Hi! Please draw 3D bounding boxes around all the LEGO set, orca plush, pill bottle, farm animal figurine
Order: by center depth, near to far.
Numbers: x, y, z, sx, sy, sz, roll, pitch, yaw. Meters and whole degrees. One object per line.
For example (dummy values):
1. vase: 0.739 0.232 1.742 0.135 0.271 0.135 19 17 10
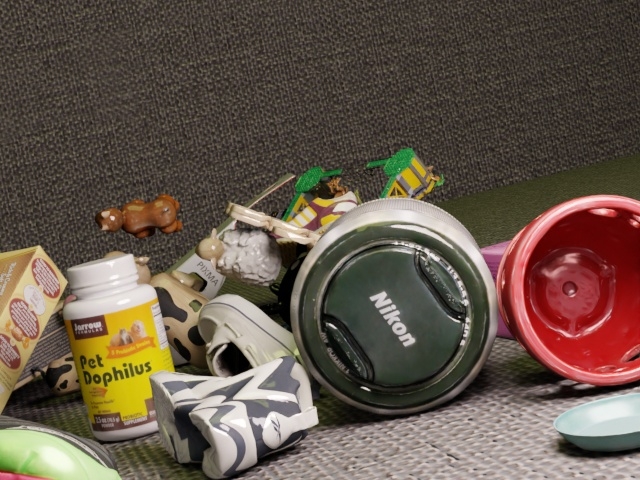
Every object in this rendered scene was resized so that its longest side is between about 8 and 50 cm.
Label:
1. pill bottle: -0.247 0.129 1.522 0.117 0.215 0.117 -13 5 1
2. farm animal figurine: -0.248 0.101 1.780 0.327 0.330 0.172 19 3 17
3. orca plush: -0.056 0.082 1.929 0.102 0.151 0.287 -14 4 -13
4. LEGO set: 0.080 -0.003 2.114 0.331 0.192 0.255 -15 39 40

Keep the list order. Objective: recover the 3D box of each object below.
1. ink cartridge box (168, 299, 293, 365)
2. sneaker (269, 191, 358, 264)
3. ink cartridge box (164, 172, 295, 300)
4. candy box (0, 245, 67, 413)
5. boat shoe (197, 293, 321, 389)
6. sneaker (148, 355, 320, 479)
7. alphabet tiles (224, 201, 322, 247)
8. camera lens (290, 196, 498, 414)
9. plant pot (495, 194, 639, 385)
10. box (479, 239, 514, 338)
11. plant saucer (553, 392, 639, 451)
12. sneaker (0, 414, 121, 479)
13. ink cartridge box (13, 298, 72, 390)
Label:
1. ink cartridge box: -0.204 0.155 1.993 0.333 0.065 0.165 -12 5 -4
2. sneaker: -0.016 -0.021 1.989 0.185 0.069 0.084 -15 48 30
3. ink cartridge box: -0.179 0.027 2.292 0.385 0.091 0.308 -39 5 -1
4. candy box: -0.500 0.154 1.729 0.183 0.087 0.316 -9 39 25
5. boat shoe: -0.102 0.146 1.576 0.088 0.096 0.267 -23 30 -27
6. sneaker: -0.083 0.176 1.318 0.153 0.094 0.235 -13 5 -24
7. alphabet tiles: 0.000 0.000 1.796 0.284 0.021 0.278 20 2 -9
8. camera lens: 0.085 0.065 1.398 0.219 0.219 0.274 -12 5 6
9. plant pot: 0.279 0.054 1.297 0.191 0.191 0.174 -13 -4 -2
10. box: 0.350 0.043 1.570 0.243 0.117 0.213 -14 5 -18
11. plant saucer: 0.262 0.159 1.068 0.119 0.021 0.119 -12 6 1
12. sneaker: -0.394 0.243 1.066 0.483 0.185 0.202 -2 -1 13
13. ink cartridge box: -0.494 0.180 1.968 0.193 0.088 0.235 -30 9 -32
